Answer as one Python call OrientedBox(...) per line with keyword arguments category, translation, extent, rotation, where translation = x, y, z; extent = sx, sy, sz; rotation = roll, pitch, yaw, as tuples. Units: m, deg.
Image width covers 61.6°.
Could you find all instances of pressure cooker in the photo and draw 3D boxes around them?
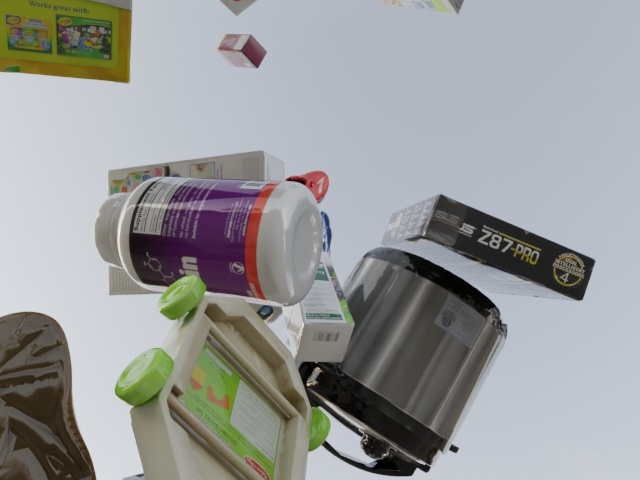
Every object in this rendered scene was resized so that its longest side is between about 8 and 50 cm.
OrientedBox(category="pressure cooker", translation=(0.143, 0.268, 1.135), extent=(0.370, 0.420, 0.375), rotation=(25, -15, 28))

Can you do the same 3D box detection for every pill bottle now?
OrientedBox(category="pill bottle", translation=(-0.171, -0.004, 0.814), extent=(0.323, 0.181, 0.181), rotation=(4, -54, 20))

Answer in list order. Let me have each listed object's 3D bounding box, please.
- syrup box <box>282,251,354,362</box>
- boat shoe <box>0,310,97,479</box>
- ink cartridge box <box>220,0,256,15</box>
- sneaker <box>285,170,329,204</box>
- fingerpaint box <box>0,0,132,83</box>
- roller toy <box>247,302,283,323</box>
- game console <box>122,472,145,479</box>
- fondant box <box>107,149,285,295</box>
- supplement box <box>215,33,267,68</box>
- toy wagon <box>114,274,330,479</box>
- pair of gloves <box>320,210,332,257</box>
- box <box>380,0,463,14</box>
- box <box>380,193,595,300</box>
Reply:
OrientedBox(category="syrup box", translation=(-0.016, 0.118, 1.029), extent=(0.093, 0.236, 0.096), rotation=(5, -59, -16))
OrientedBox(category="boat shoe", translation=(-0.279, 0.219, 0.509), extent=(0.109, 0.302, 0.098), rotation=(-2, -36, -31))
OrientedBox(category="ink cartridge box", translation=(-0.094, -0.530, 0.813), extent=(0.306, 0.131, 0.226), rotation=(-27, -36, 27))
OrientedBox(category="sneaker", translation=(-0.055, -0.142, 1.532), extent=(0.107, 0.279, 0.118), rotation=(51, -44, 6))
OrientedBox(category="fingerpaint box", translation=(-0.540, -0.472, 0.854), extent=(0.445, 0.163, 0.370), rotation=(-4, -59, -27))
OrientedBox(category="roller toy", translation=(-0.153, 0.154, 1.665), extent=(0.146, 0.209, 0.191), rotation=(37, -89, -9))
OrientedBox(category="game console", translation=(-0.071, 0.359, 0.722), extent=(0.362, 0.043, 0.213), rotation=(7, -16, 10))
OrientedBox(category="fondant box", translation=(-0.228, -0.022, 0.984), extent=(0.331, 0.096, 0.238), rotation=(-4, -94, 18))
OrientedBox(category="supplement box", translation=(-0.158, -0.377, 1.069), extent=(0.083, 0.043, 0.055), rotation=(20, -12, 39))
OrientedBox(category="toy wagon", translation=(-0.095, 0.203, 0.550), extent=(0.068, 0.344, 0.267), rotation=(-29, -65, 20))
OrientedBox(category="pair of gloves", translation=(0.000, 0.000, 1.423), extent=(0.023, 0.198, 0.159), rotation=(-2, -85, -12))
OrientedBox(category="box", translation=(0.214, -0.581, 1.181), extent=(0.203, 0.114, 0.103), rotation=(24, -84, 32))
OrientedBox(category="box", translation=(0.321, 0.025, 1.142), extent=(0.319, 0.395, 0.097), rotation=(21, -94, -3))
